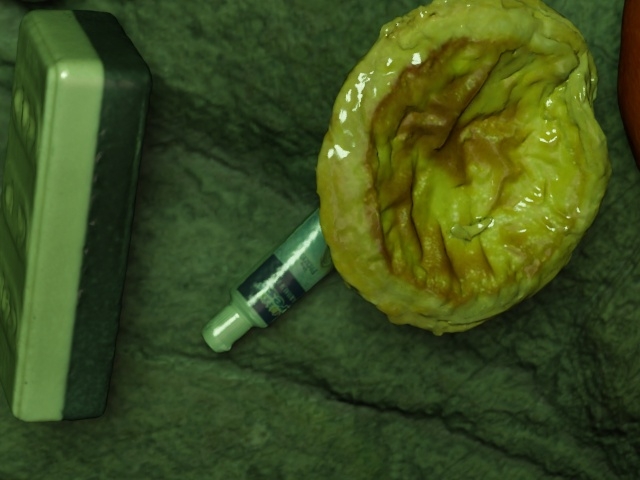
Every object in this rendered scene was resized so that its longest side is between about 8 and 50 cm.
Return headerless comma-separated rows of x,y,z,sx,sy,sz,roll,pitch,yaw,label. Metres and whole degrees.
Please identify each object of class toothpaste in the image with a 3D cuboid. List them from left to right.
0.000,0.000,1.019,0.216,0.037,0.062,-42,125,-5,toothpaste

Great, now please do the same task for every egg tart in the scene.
0.090,-0.055,0.972,0.241,0.106,0.241,-10,111,-27,egg tart

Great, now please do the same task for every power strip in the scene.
-0.162,-0.008,0.901,0.070,0.105,0.256,-1,117,-22,power strip

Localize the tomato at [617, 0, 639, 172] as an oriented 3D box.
0.376,-0.121,0.967,0.342,0.273,0.341,-10,120,-18,tomato
